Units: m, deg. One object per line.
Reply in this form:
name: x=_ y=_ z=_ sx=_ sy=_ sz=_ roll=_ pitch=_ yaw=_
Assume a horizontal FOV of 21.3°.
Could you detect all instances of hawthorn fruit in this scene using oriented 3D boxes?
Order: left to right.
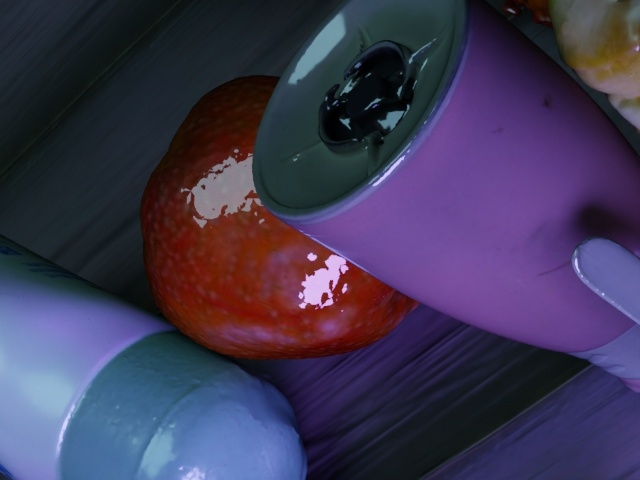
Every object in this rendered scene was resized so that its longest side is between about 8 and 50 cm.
hawthorn fruit: x=0.000 y=0.000 z=1.067 sx=0.225 sy=0.196 sz=0.196 roll=24 pitch=92 yaw=27

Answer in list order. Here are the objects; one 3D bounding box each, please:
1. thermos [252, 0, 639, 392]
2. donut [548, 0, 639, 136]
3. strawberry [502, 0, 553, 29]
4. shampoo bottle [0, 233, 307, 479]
thermos: x=0.114 y=-0.007 z=0.874 sx=0.146 sy=0.265 sz=0.176 roll=-53 pitch=30 yaw=5
donut: x=0.278 y=-0.185 z=0.829 sx=0.360 sy=0.170 sz=0.360 roll=-13 pitch=65 yaw=30
strawberry: x=0.155 y=-0.188 z=1.056 sx=0.121 sy=0.082 sz=0.188 roll=-48 pitch=33 yaw=-5
shampoo bottle: x=-0.160 y=0.110 z=1.169 sx=0.349 sy=0.222 sz=0.151 roll=23 pitch=74 yaw=35
